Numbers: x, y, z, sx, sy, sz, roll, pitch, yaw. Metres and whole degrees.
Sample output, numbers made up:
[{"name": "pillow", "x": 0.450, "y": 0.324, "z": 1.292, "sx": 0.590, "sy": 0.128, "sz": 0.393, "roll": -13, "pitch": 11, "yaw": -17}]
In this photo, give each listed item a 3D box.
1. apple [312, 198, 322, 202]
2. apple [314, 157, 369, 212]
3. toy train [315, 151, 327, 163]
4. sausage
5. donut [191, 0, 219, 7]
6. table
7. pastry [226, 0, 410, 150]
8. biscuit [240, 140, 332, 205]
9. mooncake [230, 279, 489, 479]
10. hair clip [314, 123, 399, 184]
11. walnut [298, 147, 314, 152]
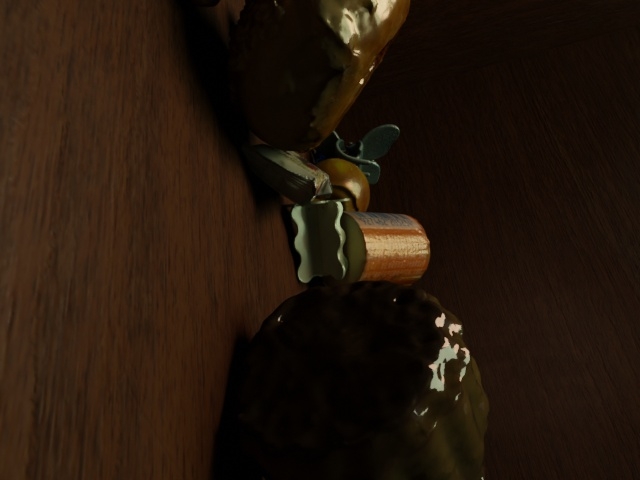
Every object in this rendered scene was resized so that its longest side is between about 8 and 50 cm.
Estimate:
[{"name": "apple", "x": -0.020, "y": -0.081, "z": 1.345, "sx": 0.090, "sy": 0.089, "sz": 0.075, "roll": 62, "pitch": 4, "yaw": -61}, {"name": "apple", "x": 0.041, "y": -0.139, "z": 1.454, "sx": 0.207, "sy": 0.236, "sz": 0.237, "roll": -48, "pitch": 126, "yaw": -64}, {"name": "toy train", "x": 0.021, "y": -0.404, "z": 2.039, "sx": 0.204, "sy": 0.130, "sz": 0.083, "roll": 54, "pitch": 27, "yaw": -42}, {"name": "sausage", "x": 0.149, "y": 0.029, "z": 1.361, "sx": 0.287, "sy": 0.233, "sz": 0.233, "roll": -2, "pitch": 76, "yaw": -42}, {"name": "donut", "x": -0.191, "y": -0.536, "z": 0.699, "sx": 0.299, "sy": 0.149, "sz": 0.318, "roll": -64, "pitch": 141, "yaw": -72}, {"name": "table", "x": 0.000, "y": 0.000, "z": 1.175, "sx": 0.166, "sy": 0.166, "sz": 0.199, "roll": -38, "pitch": 123, "yaw": -81}, {"name": "pastry", "x": -0.016, "y": -0.361, "z": 0.851, "sx": 0.245, "sy": 0.410, "sz": 0.409, "roll": 34, "pitch": 14, "yaw": -3}, {"name": "biscuit", "x": -0.066, "y": -0.149, "z": 1.021, "sx": 0.186, "sy": 0.079, "sz": 0.309, "roll": 36, "pitch": 13, "yaw": 1}, {"name": "mooncake", "x": 0.048, "y": 0.195, "z": 0.601, "sx": 0.324, "sy": 0.323, "sz": 0.187, "roll": -90, "pitch": 160, "yaw": -58}, {"name": "hair clip", "x": 0.110, "y": -0.293, "z": 1.901, "sx": 0.319, "sy": 0.391, "sz": 0.239, "roll": 92, "pitch": 4, "yaw": -49}, {"name": "walnut", "x": -0.056, "y": -0.334, "z": 1.317, "sx": 0.144, "sy": 0.144, "sz": 0.180, "roll": -88, "pitch": 172, "yaw": -61}]
